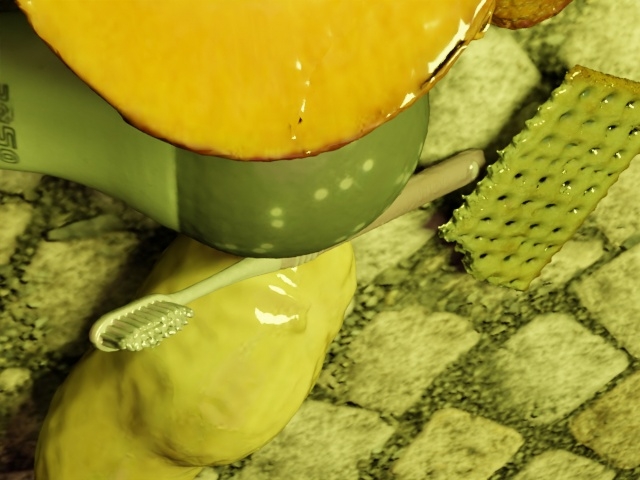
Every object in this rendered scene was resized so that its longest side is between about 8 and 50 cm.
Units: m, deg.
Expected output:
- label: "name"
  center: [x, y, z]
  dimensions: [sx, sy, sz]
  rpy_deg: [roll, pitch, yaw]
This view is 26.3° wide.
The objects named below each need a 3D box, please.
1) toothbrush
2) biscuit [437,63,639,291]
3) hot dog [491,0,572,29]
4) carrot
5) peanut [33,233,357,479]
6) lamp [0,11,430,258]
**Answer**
- label: "toothbrush"
  center: [0.000, 0.000, 0.857]
  dimensions: [0.354, 0.029, 0.024]
  rpy_deg: [-25, 119, -43]
- label: "biscuit"
  center: [0.165, -0.040, 0.997]
  dimensions: [0.144, 0.016, 0.203]
  rpy_deg: [7, 129, -44]
- label: "hot dog"
  center: [0.105, -0.184, 0.822]
  dimensions: [0.099, 0.065, 0.147]
  rpy_deg: [-42, 143, 19]
- label: "carrot"
  center: [-0.025, -0.190, 0.619]
  dimensions: [0.258, 0.100, 0.307]
  rpy_deg: [-3, 103, -6]
- label: "peanut"
  center: [-0.095, 0.099, 0.951]
  dimensions: [0.147, 0.147, 0.319]
  rpy_deg: [24, 119, -37]
- label: "lamp"
  center: [-0.093, -0.064, 0.788]
  dimensions: [0.314, 0.182, 0.182]
  rpy_deg: [-14, 136, 4]
